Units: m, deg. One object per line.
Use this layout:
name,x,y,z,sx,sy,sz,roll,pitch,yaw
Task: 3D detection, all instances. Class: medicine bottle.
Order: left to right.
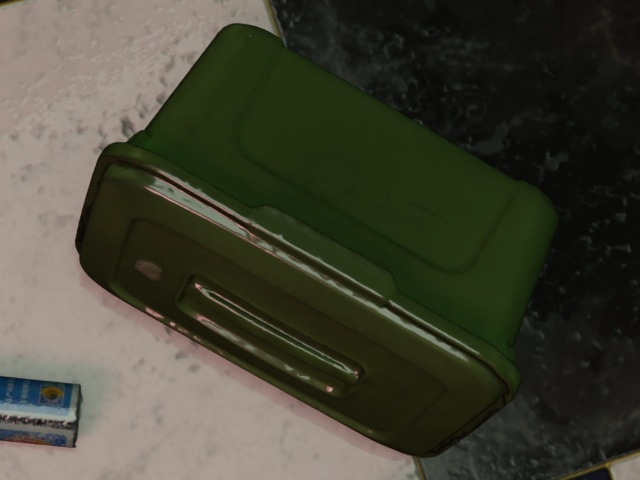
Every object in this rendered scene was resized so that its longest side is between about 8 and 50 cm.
medicine bottle,-0.277,0.123,1.238,0.191,0.051,0.051,8,78,-7

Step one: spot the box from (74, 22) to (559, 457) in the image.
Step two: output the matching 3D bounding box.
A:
box,0.000,0.000,1.207,0.328,0.253,0.178,29,68,-3
